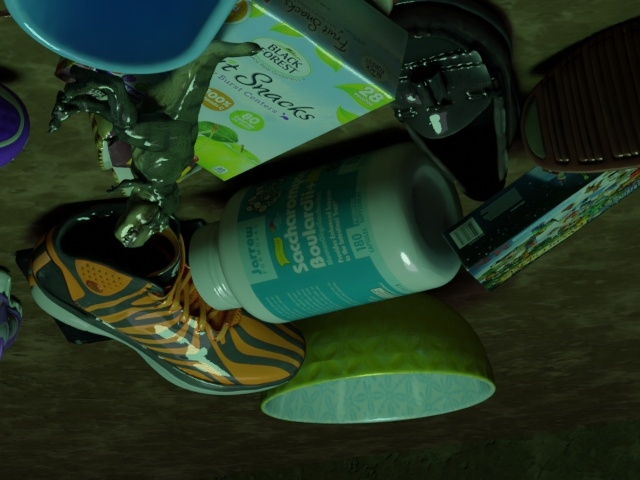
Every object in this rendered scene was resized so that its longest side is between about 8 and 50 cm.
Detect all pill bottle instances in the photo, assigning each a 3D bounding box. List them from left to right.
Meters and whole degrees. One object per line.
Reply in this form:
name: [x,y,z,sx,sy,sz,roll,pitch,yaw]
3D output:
pill bottle: [0.000,0.000,1.714,0.264,0.146,0.146,-15,160,30]

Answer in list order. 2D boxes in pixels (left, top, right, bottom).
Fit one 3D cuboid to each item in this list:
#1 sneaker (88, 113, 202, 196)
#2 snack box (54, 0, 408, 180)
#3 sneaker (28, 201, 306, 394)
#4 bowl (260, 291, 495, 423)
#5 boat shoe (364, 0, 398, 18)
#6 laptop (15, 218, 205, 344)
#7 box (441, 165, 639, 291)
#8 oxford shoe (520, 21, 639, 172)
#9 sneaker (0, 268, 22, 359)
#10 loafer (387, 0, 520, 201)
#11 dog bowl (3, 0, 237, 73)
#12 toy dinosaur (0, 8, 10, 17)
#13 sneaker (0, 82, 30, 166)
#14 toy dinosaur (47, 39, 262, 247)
sneaker: [-0.153,-0.092,1.529,0.083,0.070,0.185,-14,169,1]
snack box: [-0.068,-0.139,1.290,0.174,0.070,0.207,31,144,-30]
sneaker: [-0.147,0.063,1.823,0.321,0.125,0.180,19,153,-14]
bowl: [0.064,0.122,2.116,0.289,0.156,0.289,-4,163,-1]
boat shoe: [0.049,-0.206,1.229,0.049,0.043,0.137,31,163,8]
laptop: [-0.188,0.037,2.021,0.234,0.137,0.264,-9,-172,17]
box: [0.229,-0.044,1.596,0.233,0.044,0.159,-36,165,6]
oxford shoe: [0.331,-0.126,1.432,0.348,0.123,0.130,-16,165,37]
sneaker: [-0.406,0.109,2.049,0.095,0.105,0.236,-4,164,-6]
loafer: [0.115,-0.116,1.446,0.109,0.095,0.302,-8,163,16]
dog bowl: [-0.106,-0.199,1.054,0.166,0.074,0.297,19,151,-15]
toy dinosaur: [-0.176,-0.172,1.236,0.082,0.090,0.047,39,-178,40]
sneaker: [-0.323,-0.118,1.320,0.146,0.102,0.293,-20,157,40]
toy dinosaur: [-0.136,-0.091,1.276,0.118,0.064,0.268,16,146,-12]
